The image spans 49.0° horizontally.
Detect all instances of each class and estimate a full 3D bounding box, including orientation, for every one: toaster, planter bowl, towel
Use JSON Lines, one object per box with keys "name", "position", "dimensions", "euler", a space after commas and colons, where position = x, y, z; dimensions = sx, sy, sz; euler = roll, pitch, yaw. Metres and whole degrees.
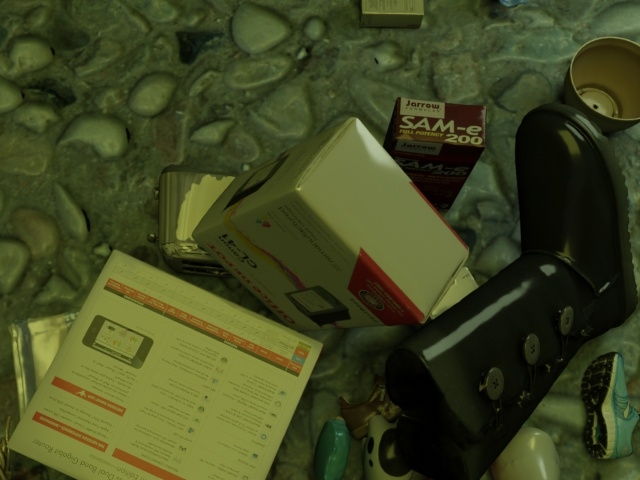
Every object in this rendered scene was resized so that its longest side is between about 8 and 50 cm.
{"name": "toaster", "position": [-0.150, -0.025, 1.091], "dimensions": [0.227, 0.129, 0.146], "euler": [6, 73, -8]}
{"name": "planter bowl", "position": [0.490, -0.252, 1.214], "dimensions": [0.162, 0.109, 0.162], "euler": [1, 70, -3]}
{"name": "towel", "position": [-0.312, 0.190, 1.052], "dimensions": [0.285, 0.034, 0.209], "euler": [-11, 71, -7]}

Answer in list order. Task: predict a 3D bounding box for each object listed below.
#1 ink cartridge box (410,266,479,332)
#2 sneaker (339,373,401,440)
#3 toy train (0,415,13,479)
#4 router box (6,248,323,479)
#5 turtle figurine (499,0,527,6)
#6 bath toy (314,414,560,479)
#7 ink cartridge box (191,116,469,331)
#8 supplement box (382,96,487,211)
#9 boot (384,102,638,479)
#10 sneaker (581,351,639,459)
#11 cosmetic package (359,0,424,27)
{"name": "ink cartridge box", "position": [0.182, 0.094, 1.063], "dimensions": [0.088, 0.122, 0.052], "euler": [-25, 73, -11]}
{"name": "sneaker", "position": [0.116, 0.220, 1.044], "dimensions": [0.188, 0.066, 0.071], "euler": [-28, 73, -13]}
{"name": "toy train", "position": [-0.478, 0.375, 0.948], "dimensions": [0.143, 0.105, 0.248], "euler": [-12, 70, 7]}
{"name": "router box", "position": [-0.208, 0.217, 0.993], "dimensions": [0.335, 0.082, 0.301], "euler": [25, 74, 1]}
{"name": "turtle figurine", "position": [0.401, -0.585, 1.268], "dimensions": [0.266, 0.198, 0.275], "euler": [-37, 117, -32]}
{"name": "bath toy", "position": [0.168, 0.334, 0.970], "dimensions": [0.348, 0.151, 0.129], "euler": [2, 30, -5]}
{"name": "ink cartridge box", "position": [0.000, 0.000, 0.905], "dimensions": [0.226, 0.306, 0.131], "euler": [45, 61, -17]}
{"name": "supplement box", "position": [0.161, -0.124, 1.080], "dimensions": [0.130, 0.239, 0.073], "euler": [5, 70, -1]}
{"name": "boot", "position": [0.244, 0.056, 0.942], "dimensions": [0.445, 0.146, 0.367], "euler": [-30, 104, -30]}
{"name": "sneaker", "position": [0.443, 0.250, 1.062], "dimensions": [0.073, 0.063, 0.162], "euler": [14, 73, -16]}
{"name": "cosmetic package", "position": [0.130, -0.429, 1.297], "dimensions": [0.115, 0.041, 0.060], "euler": [2, 69, -2]}
